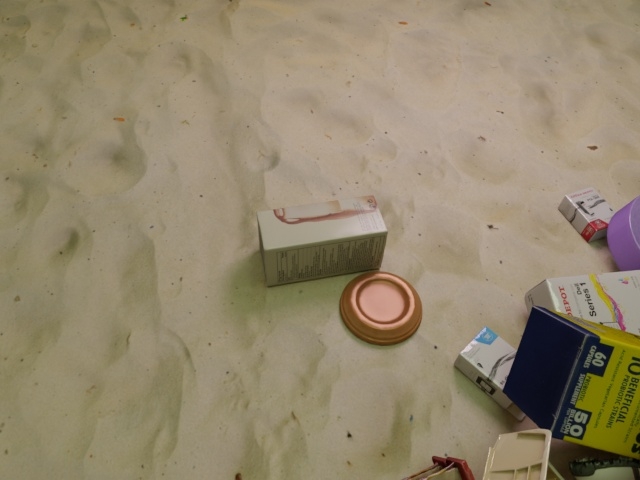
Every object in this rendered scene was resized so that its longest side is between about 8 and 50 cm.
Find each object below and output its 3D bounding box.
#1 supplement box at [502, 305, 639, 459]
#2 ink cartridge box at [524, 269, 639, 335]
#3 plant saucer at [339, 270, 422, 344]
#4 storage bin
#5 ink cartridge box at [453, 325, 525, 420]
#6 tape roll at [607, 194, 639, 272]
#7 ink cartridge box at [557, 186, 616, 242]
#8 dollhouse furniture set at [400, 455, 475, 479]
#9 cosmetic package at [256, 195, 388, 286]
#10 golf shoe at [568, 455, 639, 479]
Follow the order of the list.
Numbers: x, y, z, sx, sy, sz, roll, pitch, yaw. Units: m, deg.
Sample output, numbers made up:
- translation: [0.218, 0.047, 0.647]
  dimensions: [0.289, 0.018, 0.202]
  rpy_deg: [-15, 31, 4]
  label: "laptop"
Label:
- translation: [0.571, 0.279, 1.017]
  dimensions: [0.356, 0.195, 0.194]
  rpy_deg: [16, 96, -8]
  label: "supplement box"
- translation: [0.633, 0.184, 1.212]
  dimensions: [0.278, 0.117, 0.202]
  rpy_deg: [-4, 66, -7]
  label: "ink cartridge box"
- translation: [0.146, 0.151, 1.283]
  dimensions: [0.199, 0.037, 0.200]
  rpy_deg: [2, 53, -2]
  label: "plant saucer"
- translation: [0.382, 0.493, 0.879]
  dimensions: [0.262, 0.123, 0.260]
  rpy_deg: [48, 44, -12]
  label: "storage bin"
- translation: [0.397, 0.287, 1.177]
  dimensions: [0.104, 0.060, 0.180]
  rpy_deg: [-37, 62, -27]
  label: "ink cartridge box"
- translation: [0.877, 0.009, 1.364]
  dimensions: [0.274, 0.090, 0.275]
  rpy_deg: [5, 62, -10]
  label: "tape roll"
- translation: [0.737, -0.073, 1.477]
  dimensions: [0.099, 0.056, 0.135]
  rpy_deg: [-17, 56, -15]
  label: "ink cartridge box"
- translation: [0.203, 0.585, 0.909]
  dimensions: [0.201, 0.152, 0.374]
  rpy_deg: [-14, 72, -14]
  label: "dollhouse furniture set"
- translation: [0.000, 0.000, 1.322]
  dimensions: [0.296, 0.153, 0.129]
  rpy_deg: [-8, 52, -11]
  label: "cosmetic package"
- translation: [0.572, 0.463, 0.983]
  dimensions: [0.272, 0.105, 0.120]
  rpy_deg: [20, 62, -19]
  label: "golf shoe"
